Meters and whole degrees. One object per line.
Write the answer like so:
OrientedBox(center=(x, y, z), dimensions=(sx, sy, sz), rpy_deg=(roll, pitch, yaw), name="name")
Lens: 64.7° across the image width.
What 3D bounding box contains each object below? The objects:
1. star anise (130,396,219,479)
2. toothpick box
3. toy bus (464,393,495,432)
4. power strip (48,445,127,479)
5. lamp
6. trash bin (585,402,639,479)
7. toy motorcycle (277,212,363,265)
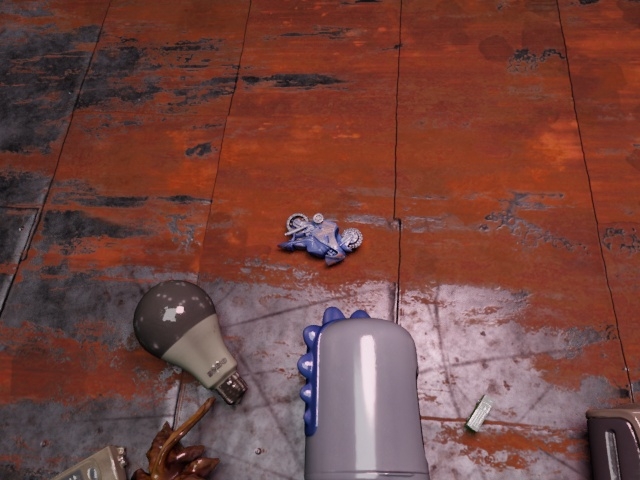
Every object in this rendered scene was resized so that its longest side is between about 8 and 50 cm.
OrientedBox(center=(-0.308, 0.492, 1.006), dimensions=(0.349, 0.109, 0.292), rpy_deg=(-40, 47, -16), name="star anise")
OrientedBox(center=(0.075, 0.307, 1.016), dimensions=(0.262, 0.263, 0.355), rpy_deg=(-2, 63, 4), name="toothpick box")
OrientedBox(center=(0.340, 0.368, 1.077), dimensions=(0.031, 0.037, 0.083), rpy_deg=(34, 71, 19), name="toy bus")
OrientedBox(center=(-0.548, 0.537, 1.073), dimensions=(0.285, 0.048, 0.080), rpy_deg=(-27, 64, -6), name="power strip")
OrientedBox(center=(-0.273, 0.216, 1.144), dimensions=(0.313, 0.182, 0.182), rpy_deg=(32, 70, 4), name="lamp")
OrientedBox(center=(0.658, 0.423, 0.947), dimensions=(0.290, 0.182, 0.210), rpy_deg=(5, 64, 1), name="trash bin")
OrientedBox(center=(0.000, 0.000, 1.271), dimensions=(0.205, 0.076, 0.114), rpy_deg=(16, 74, 13), name="toy motorcycle")
